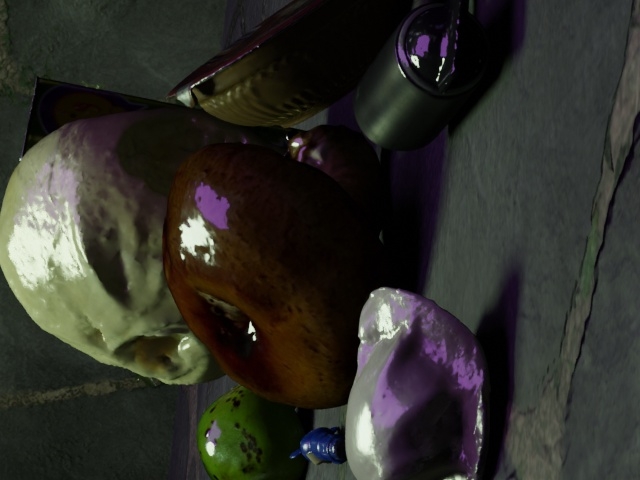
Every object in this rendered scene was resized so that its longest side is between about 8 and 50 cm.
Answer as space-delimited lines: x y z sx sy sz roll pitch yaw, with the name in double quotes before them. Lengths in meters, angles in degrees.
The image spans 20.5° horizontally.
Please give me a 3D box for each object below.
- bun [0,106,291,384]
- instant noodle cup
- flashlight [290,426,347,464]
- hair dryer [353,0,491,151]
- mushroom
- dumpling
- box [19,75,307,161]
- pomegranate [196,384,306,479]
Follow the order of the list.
"bun" -0.163 0.034 1.865 0.364 0.364 0.202 107 171 -52
"instant noodle cup" -0.010 -0.174 1.641 0.090 0.274 0.274 56 177 -10
"flashlight" 0.009 0.205 1.735 0.035 0.057 0.121 61 165 -5
"hair dryer" 0.094 -0.210 1.346 0.195 0.078 0.248 130 150 -72
"mushroom" -0.019 0.014 1.571 0.254 0.267 0.267 -51 9 -1
"dumpling" 0.071 0.122 1.226 0.150 0.092 0.176 -146 66 -65
"box" -0.159 -0.092 1.983 0.097 0.346 0.134 112 166 -46
"pomegranate" -0.080 0.235 2.001 0.143 0.122 0.169 -33 42 41
